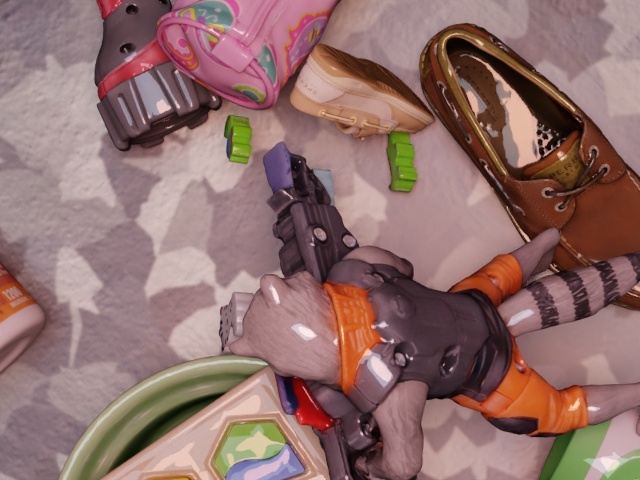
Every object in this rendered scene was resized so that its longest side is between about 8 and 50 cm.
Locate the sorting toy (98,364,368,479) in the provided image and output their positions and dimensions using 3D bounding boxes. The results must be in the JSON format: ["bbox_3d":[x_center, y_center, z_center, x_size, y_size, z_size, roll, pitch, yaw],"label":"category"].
[{"bbox_3d":[-0.059,0.224,1.215,0.208,0.038,0.193,-34,85,1],"label":"sorting toy"}]

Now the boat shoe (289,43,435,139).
[{"bbox_3d":[0.032,-0.116,1.332,0.059,0.170,0.063,-49,55,17],"label":"boat shoe"}]

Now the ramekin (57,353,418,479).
[{"bbox_3d":[-0.061,0.245,1.309,0.303,0.148,0.303,0,87,3],"label":"ramekin"}]

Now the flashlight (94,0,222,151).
[{"bbox_3d":[-0.190,-0.231,1.371,0.103,0.103,0.304,-26,87,4],"label":"flashlight"}]

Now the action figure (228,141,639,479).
[{"bbox_3d":[0.078,0.036,1.208,0.330,0.178,0.341,-4,61,-34],"label":"action figure"}]

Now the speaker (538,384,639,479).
[{"bbox_3d":[0.331,0.231,1.299,0.296,0.131,0.131,26,88,5],"label":"speaker"}]

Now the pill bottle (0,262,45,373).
[{"bbox_3d":[-0.346,0.027,1.352,0.121,0.121,0.216,-43,86,0],"label":"pill bottle"}]

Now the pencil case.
[{"bbox_3d":[-0.017,-0.245,1.314,0.124,0.124,0.284,32,71,5],"label":"pencil case"}]

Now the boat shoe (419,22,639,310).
[{"bbox_3d":[0.195,-0.055,1.335,0.307,0.104,0.111,44,89,5],"label":"boat shoe"}]

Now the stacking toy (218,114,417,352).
[{"bbox_3d":[0.000,0.000,1.329,0.167,0.052,0.221,6,63,-19],"label":"stacking toy"}]
